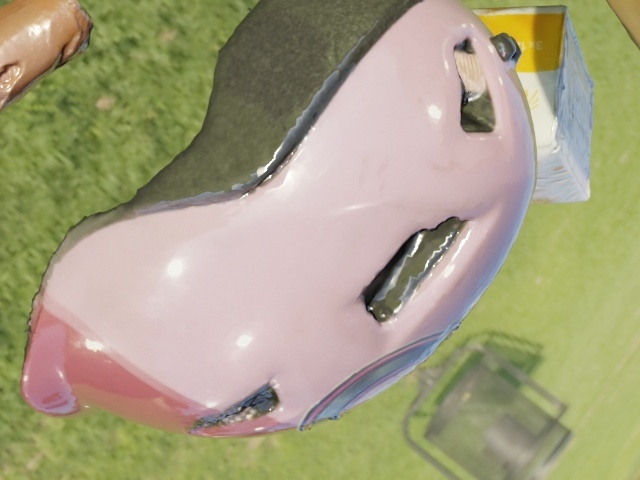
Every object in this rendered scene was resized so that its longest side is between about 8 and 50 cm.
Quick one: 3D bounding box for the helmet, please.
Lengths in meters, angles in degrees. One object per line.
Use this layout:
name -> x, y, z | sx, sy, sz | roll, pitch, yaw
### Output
helmet -> 0.000, 0.000, 0.601 | 0.253, 0.154, 0.198 | -65, 165, 10

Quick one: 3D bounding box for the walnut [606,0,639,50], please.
walnut -> 0.198, -0.153, 0.483 | 0.225, 0.261, 0.225 | -23, -164, 7

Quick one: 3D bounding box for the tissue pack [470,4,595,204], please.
tissue pack -> 0.095, -0.102, 1.083 | 0.185, 0.225, 0.124 | 30, 63, -69

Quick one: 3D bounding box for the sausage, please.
sausage -> -0.150, -0.041, 0.506 | 0.158, 0.036, 0.042 | -44, 175, -16
